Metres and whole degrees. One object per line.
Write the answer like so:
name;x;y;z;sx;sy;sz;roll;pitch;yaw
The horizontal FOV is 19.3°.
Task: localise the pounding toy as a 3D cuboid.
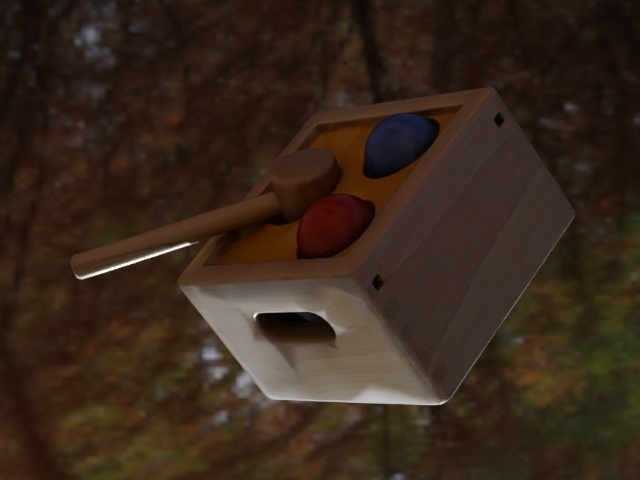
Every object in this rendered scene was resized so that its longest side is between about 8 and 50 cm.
pounding toy;0.000;0.000;0.774;0.141;0.100;0.130;-4;-140;49
